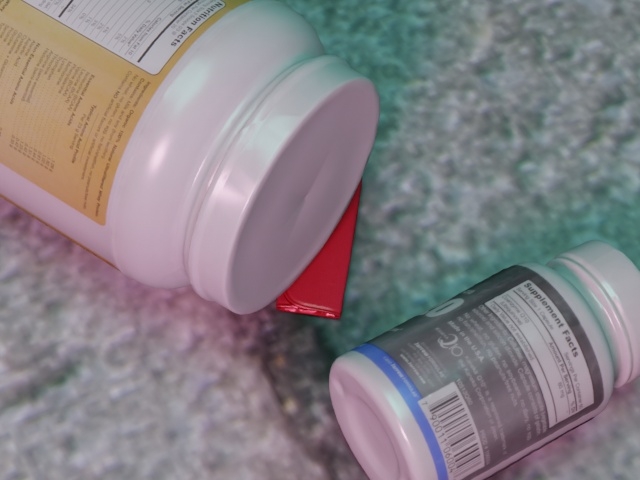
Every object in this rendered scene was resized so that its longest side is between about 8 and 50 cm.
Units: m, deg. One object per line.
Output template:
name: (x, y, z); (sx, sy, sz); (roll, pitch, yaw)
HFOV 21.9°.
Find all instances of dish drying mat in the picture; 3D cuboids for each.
dish drying mat: (0.000, 0.000, 0.809); (0.032, 0.008, 0.083); (8, 55, 3)

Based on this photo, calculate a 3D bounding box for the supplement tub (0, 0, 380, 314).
supplement tub: (-0.088, -0.067, 0.770); (0.200, 0.144, 0.144); (31, 60, 17)

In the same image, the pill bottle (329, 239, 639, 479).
pill bottle: (0.080, 0.057, 0.730); (0.137, 0.078, 0.078); (-26, 60, -19)
